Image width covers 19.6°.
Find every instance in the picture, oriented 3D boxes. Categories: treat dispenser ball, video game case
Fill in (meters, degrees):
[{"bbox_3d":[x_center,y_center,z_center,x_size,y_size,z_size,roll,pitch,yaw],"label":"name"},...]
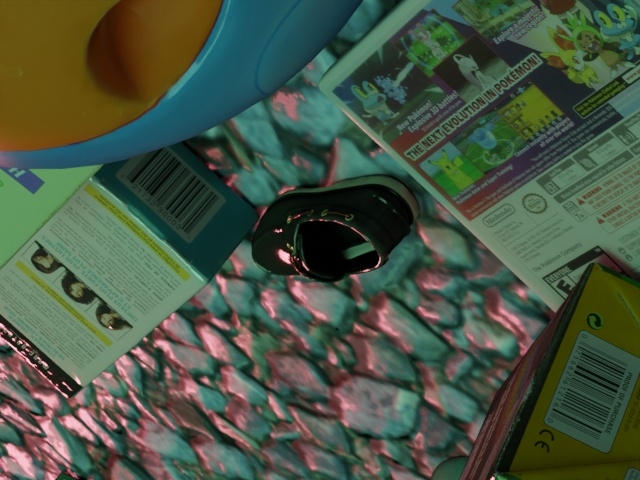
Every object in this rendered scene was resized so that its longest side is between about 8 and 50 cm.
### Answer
[{"bbox_3d":[-0.103,-0.170,0.678,0.288,0.288,0.288,26,145,20],"label":"treat dispenser ball"},{"bbox_3d":[0.111,-0.054,0.855,0.183,0.023,0.201,43,148,-6],"label":"video game case"}]

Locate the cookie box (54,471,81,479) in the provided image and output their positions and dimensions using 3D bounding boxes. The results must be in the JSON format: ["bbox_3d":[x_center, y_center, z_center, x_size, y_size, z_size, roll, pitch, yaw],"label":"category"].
[{"bbox_3d":[-0.164,0.240,1.466,0.107,0.040,0.092,17,142,30],"label":"cookie box"}]

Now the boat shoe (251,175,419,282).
[{"bbox_3d":[-0.001,-0.001,1.014,0.049,0.042,0.133,48,148,-18],"label":"boat shoe"}]

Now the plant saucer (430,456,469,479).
[{"bbox_3d":[0.114,0.182,1.140,0.119,0.021,0.119,26,145,20],"label":"plant saucer"}]

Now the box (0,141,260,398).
[{"bbox_3d":[-0.135,0.014,1.144,0.100,0.060,0.244,43,147,-6],"label":"box"}]

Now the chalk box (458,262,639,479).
[{"bbox_3d":[0.140,0.133,0.935,0.132,0.132,0.213,26,151,3],"label":"chalk box"}]

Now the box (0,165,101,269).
[{"bbox_3d":[-0.197,-0.110,0.939,0.213,0.117,0.243,39,134,-12],"label":"box"}]
